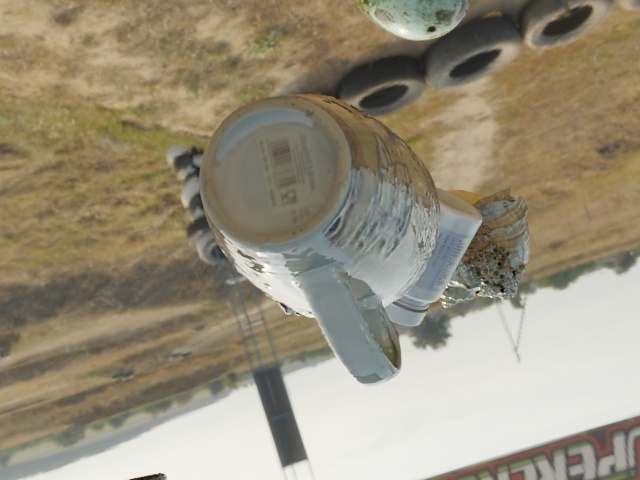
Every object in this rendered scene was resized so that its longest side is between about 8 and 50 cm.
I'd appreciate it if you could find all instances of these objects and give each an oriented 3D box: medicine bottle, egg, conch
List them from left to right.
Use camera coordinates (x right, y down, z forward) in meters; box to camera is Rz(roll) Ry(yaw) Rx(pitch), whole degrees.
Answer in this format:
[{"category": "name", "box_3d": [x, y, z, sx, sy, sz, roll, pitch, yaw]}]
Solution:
[{"category": "egg", "box_3d": [0.180, -0.484, 1.491, 0.231, 0.169, 0.169, 10, 179, 14]}, {"category": "medicine bottle", "box_3d": [0.146, 0.023, 1.083, 0.103, 0.103, 0.186, -7, 127, -57]}, {"category": "conch", "box_3d": [0.287, 0.018, 1.309, 0.178, 0.163, 0.245, -1, 119, -54]}]

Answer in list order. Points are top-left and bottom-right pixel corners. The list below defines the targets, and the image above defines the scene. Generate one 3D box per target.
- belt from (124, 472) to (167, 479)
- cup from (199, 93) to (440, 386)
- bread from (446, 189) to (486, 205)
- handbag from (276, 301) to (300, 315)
[{"category": "belt", "box_3d": [-0.355, 0.462, 1.162, 0.289, 0.163, 0.184, -18, 163, 11]}, {"category": "cup", "box_3d": [0.000, 0.000, 0.742, 0.228, 0.300, 0.257, -21, 168, 14]}, {"category": "bread", "box_3d": [0.309, -0.012, 1.625, 0.197, 0.197, 0.171, -15, -163, -28]}, {"category": "handbag", "box_3d": [0.023, 0.033, 1.111, 0.175, 0.089, 0.270, -60, 162, 6]}]
